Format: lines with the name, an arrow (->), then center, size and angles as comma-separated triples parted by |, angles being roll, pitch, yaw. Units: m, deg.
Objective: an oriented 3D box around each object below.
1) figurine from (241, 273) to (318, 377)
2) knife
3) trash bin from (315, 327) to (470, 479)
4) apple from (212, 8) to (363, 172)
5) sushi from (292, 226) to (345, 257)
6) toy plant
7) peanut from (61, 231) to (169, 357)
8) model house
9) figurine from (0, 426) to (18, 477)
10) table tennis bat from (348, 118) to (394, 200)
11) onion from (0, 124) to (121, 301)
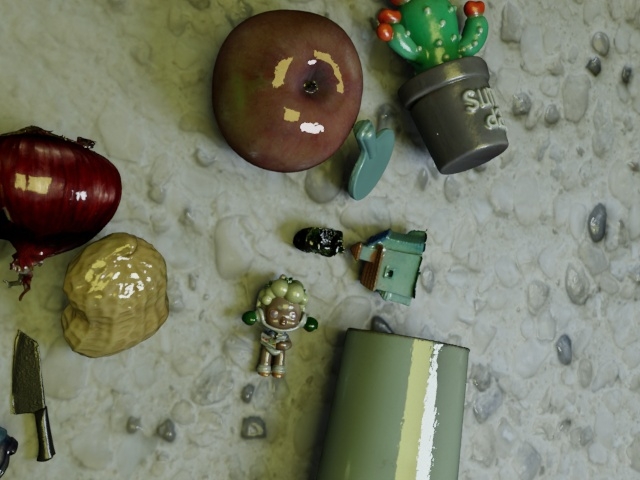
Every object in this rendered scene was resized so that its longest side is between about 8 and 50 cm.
figurine -> -0.078, 0.162, 1.600 | 0.147, 0.093, 0.197 | 7, 88, -13
knife -> -0.500, 0.267, 1.456 | 0.059, 0.028, 0.231 | -7, 91, -11
trash bin -> 0.134, 0.398, 1.598 | 0.280, 0.280, 0.432 | 13, 82, -23
apple -> -0.057, -0.275, 1.533 | 0.305, 0.235, 0.306 | 1, 89, -24
sushi -> 0.000, 0.000, 1.640 | 0.083, 0.084, 0.056 | 10, 85, -22
toy plant -> 0.249, -0.345, 1.702 | 0.279, 0.185, 0.401 | -17, 80, -13
peanut -> -0.347, 0.093, 1.440 | 0.196, 0.110, 0.233 | -20, 139, -33
model house -> 0.129, 0.040, 1.696 | 0.148, 0.119, 0.148 | 14, 108, 1
figurine -> -0.630, 0.242, 1.333 | 0.332, 0.185, 0.205 | 40, 41, -37
table tennis bat -> 0.096, -0.162, 1.618 | 0.040, 0.244, 0.153 | 30, 79, 18
onion -> -0.455, -0.045, 1.342 | 0.273, 0.273, 0.285 | 5, 85, -24
